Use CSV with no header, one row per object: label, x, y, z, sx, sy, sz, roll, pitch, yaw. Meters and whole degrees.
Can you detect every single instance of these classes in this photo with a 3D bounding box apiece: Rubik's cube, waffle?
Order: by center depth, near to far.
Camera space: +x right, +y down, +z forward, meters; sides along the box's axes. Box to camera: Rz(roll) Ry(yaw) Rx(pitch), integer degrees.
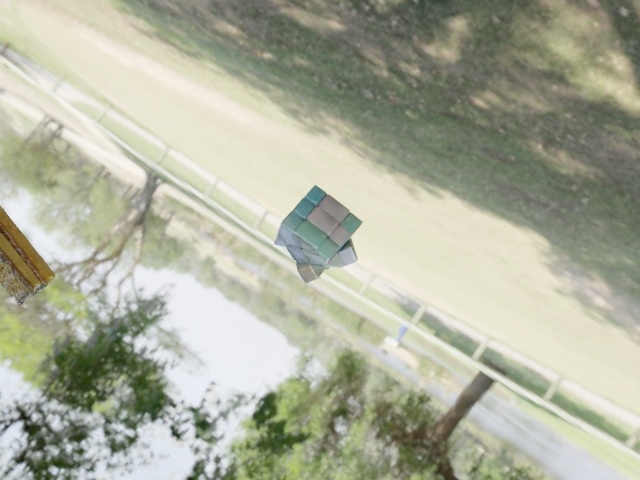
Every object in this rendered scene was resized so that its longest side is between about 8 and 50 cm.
Rubik's cube,-0.003,0.000,0.829,0.084,0.075,0.073,53,153,11
waffle,-0.398,0.008,1.034,0.148,0.042,0.102,54,150,-7
